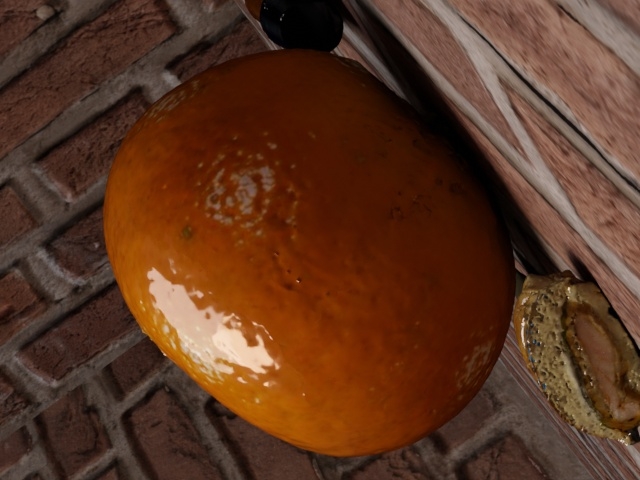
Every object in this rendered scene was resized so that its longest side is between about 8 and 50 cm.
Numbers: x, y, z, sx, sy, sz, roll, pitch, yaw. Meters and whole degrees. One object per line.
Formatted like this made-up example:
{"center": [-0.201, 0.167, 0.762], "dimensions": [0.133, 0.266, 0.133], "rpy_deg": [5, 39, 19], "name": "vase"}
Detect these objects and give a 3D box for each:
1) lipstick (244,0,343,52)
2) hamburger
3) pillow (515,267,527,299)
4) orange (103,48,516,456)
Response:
{"center": [-0.036, -0.259, 2.074], "dimensions": [0.077, 0.077, 0.418], "rpy_deg": [54, -179, -15], "name": "lipstick"}
{"center": [0.208, 0.090, 1.547], "dimensions": [0.176, 0.087, 0.102], "rpy_deg": [52, 180, -26], "name": "hamburger"}
{"center": [0.236, 0.084, 1.873], "dimensions": [0.130, 0.033, 0.217], "rpy_deg": [57, 180, -14], "name": "pillow"}
{"center": [0.000, 0.000, 1.763], "dimensions": [0.424, 0.326, 0.424], "rpy_deg": [38, -167, -10], "name": "orange"}
